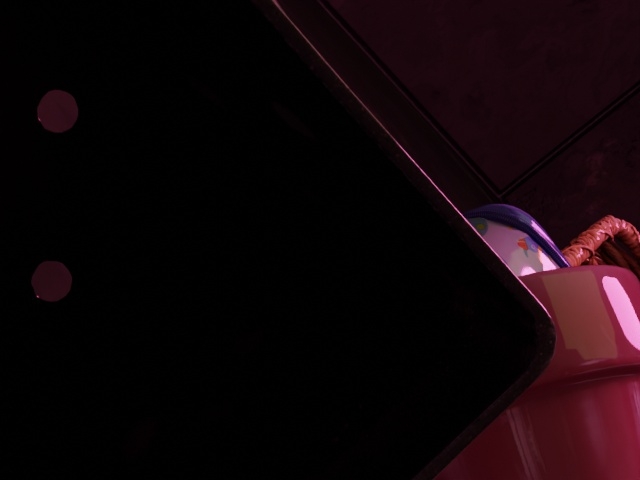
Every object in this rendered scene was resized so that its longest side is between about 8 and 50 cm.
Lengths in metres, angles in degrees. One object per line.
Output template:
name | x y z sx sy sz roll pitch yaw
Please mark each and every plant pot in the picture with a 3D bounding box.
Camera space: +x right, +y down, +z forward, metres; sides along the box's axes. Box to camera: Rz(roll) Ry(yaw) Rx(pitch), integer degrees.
plant pot | -0.089 0.006 0.429 0.188 0.187 0.167 47 -3 -23
plant pot | 0.094 0.134 0.789 0.201 0.201 0.180 30 39 -66

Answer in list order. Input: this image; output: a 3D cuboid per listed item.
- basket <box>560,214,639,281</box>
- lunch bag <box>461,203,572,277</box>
basket | 0.266 0.154 1.386 0.299 0.223 0.213 52 9 1
lunch bag | 0.107 0.091 0.977 0.219 0.176 0.090 48 42 -17
